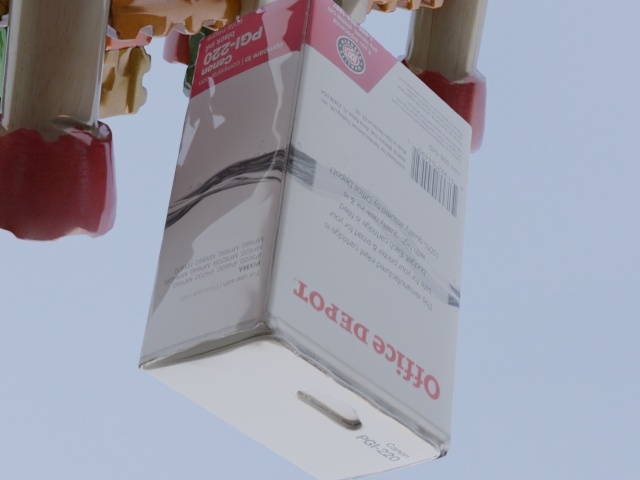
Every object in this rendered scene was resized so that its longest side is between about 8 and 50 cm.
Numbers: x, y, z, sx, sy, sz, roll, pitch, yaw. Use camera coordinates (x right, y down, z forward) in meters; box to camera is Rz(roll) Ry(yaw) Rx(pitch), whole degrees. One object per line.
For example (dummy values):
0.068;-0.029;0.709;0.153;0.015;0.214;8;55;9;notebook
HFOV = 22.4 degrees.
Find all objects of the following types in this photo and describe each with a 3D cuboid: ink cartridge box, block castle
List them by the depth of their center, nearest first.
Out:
0.000;0.000;0.875;0.092;0.158;0.217;-21;-132;34;ink cartridge box
-0.117;-0.123;1.083;0.303;0.453;0.212;22;-67;34;block castle
